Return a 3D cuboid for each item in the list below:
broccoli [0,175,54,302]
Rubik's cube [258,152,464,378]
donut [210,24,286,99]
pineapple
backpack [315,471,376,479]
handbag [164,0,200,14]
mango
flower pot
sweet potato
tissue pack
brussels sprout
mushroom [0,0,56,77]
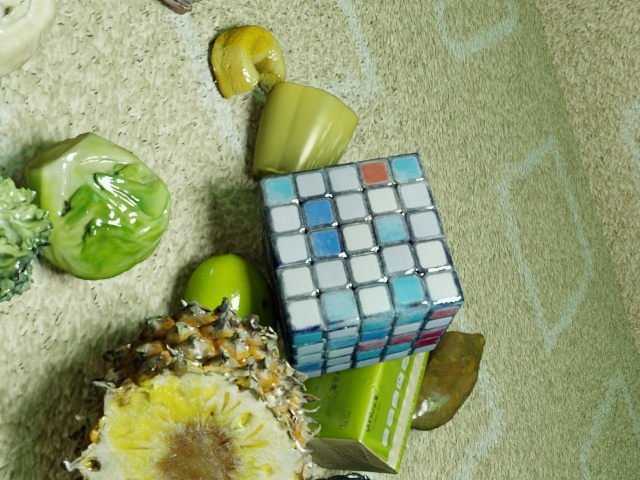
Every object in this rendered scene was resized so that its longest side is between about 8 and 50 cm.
[{"bbox_3d":[-0.528,-0.026,0.771,0.397,0.275,0.353,56,6,-30],"label":"broccoli"},{"bbox_3d":[0.055,0.052,1.264,0.287,0.292,0.293,95,-19,-65],"label":"Rubik's cube"},{"bbox_3d":[-0.136,-0.359,1.423,0.181,0.078,0.146,-19,99,-52],"label":"donut"},{"bbox_3d":[-0.168,0.252,1.025,0.300,0.352,0.352,-103,167,-71],"label":"pineapple"},{"bbox_3d":[0.110,0.658,1.358,0.445,0.255,0.363,38,57,-29],"label":"backpack"},{"bbox_3d":[-0.208,-0.516,1.247,0.193,0.251,0.190,45,56,-46],"label":"handbag"},{"bbox_3d":[-0.153,0.167,1.240,0.175,0.143,0.293,-8,97,-49],"label":"mango"},{"bbox_3d":[-0.041,-0.187,1.422,0.195,0.195,0.179,31,71,-42],"label":"flower pot"},{"bbox_3d":[0.286,0.344,1.715,0.370,0.158,0.158,-49,119,-44],"label":"sweet potato"},{"bbox_3d":[0.075,0.298,1.428,0.167,0.200,0.275,46,50,-35],"label":"tissue pack"},{"bbox_3d":[-0.333,-0.047,1.062,0.223,0.161,0.223,-3,97,-30],"label":"brussels sprout"},{"bbox_3d":[-0.451,-0.333,0.916,0.260,0.234,0.254,-22,102,-50],"label":"mushroom"}]
